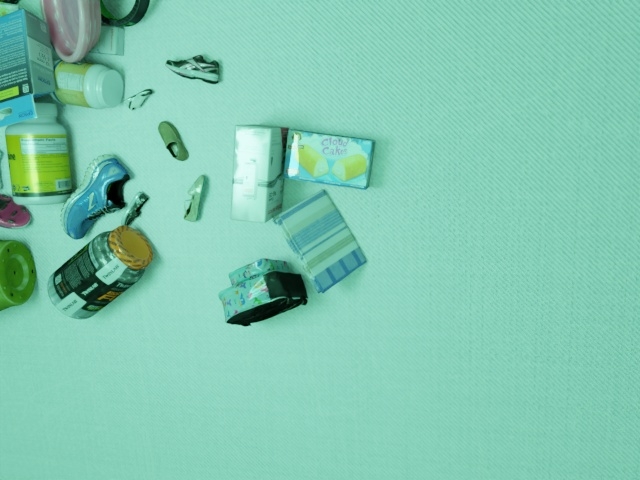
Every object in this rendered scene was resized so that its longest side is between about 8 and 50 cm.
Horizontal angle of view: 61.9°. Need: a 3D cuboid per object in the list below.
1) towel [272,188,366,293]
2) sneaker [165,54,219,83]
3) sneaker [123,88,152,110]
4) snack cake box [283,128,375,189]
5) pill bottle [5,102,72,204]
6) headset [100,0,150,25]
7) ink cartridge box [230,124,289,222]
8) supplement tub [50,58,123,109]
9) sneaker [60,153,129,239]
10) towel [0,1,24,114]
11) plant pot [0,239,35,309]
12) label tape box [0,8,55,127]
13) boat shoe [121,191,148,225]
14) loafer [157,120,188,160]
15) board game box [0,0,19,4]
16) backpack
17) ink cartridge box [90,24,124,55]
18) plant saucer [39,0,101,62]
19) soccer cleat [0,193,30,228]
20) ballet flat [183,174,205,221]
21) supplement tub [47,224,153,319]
[{"bbox_3d":[0.000,0.000,1.683,0.209,0.034,0.285,-34,94,-24],"label":"towel"},{"bbox_3d":[-0.403,-0.558,1.709,0.178,0.072,0.077,15,92,2],"label":"sneaker"},{"bbox_3d":[-0.603,-0.472,1.784,0.109,0.040,0.044,-20,112,20],"label":"sneaker"},{"bbox_3d":[0.028,-0.253,1.650,0.264,0.089,0.152,9,104,11],"label":"snack cake box"},{"bbox_3d":[-0.963,-0.296,1.821,0.187,0.188,0.334,2,101,13],"label":"pill bottle"},{"bbox_3d":[-0.619,-0.878,1.661,0.243,0.185,0.395,15,116,23],"label":"headset"},{"bbox_3d":[-0.186,-0.211,1.646,0.117,0.207,0.283,8,104,9],"label":"ink cartridge box"},{"bbox_3d":[-0.772,-0.512,1.755,0.199,0.144,0.145,11,103,10],"label":"supplement tub"},{"bbox_3d":[-0.771,-0.128,1.841,0.147,0.130,0.330,38,107,6],"label":"sneaker"},{"bbox_3d":[-1.151,-0.634,1.832,0.320,0.090,0.375,13,110,11],"label":"towel"},{"bbox_3d":[-1.254,0.132,1.915,0.352,0.366,0.367,-6,100,3],"label":"plant pot"},{"bbox_3d":[-0.974,-0.510,1.672,0.249,0.115,0.348,-11,85,14],"label":"label tape box"},{"bbox_3d":[-0.649,-0.103,1.859,0.040,0.049,0.142,34,104,4],"label":"boat shoe"},{"bbox_3d":[-0.495,-0.332,1.775,0.056,0.050,0.148,-33,92,17],"label":"loafer"},{"bbox_3d":[-1.106,-0.846,1.826,0.186,0.026,0.126,-30,93,17],"label":"board game box"},{"bbox_3d":[-0.200,0.173,1.723,0.253,0.225,0.191,-32,71,21],"label":"backpack"},{"bbox_3d":[-0.714,-0.662,1.759,0.122,0.052,0.089,10,104,12],"label":"ink cartridge box"},{"bbox_3d":[-0.771,-0.726,1.650,0.332,0.084,0.332,20,118,42],"label":"plant saucer"},{"bbox_3d":[-1.228,-0.113,1.973,0.331,0.116,0.143,23,142,-4],"label":"soccer cleat"},{"bbox_3d":[-0.426,-0.141,1.790,0.052,0.057,0.168,7,106,-25],"label":"ballet flat"},{"bbox_3d":[-0.756,0.107,1.844,0.338,0.207,0.207,-35,92,18],"label":"supplement tub"}]
